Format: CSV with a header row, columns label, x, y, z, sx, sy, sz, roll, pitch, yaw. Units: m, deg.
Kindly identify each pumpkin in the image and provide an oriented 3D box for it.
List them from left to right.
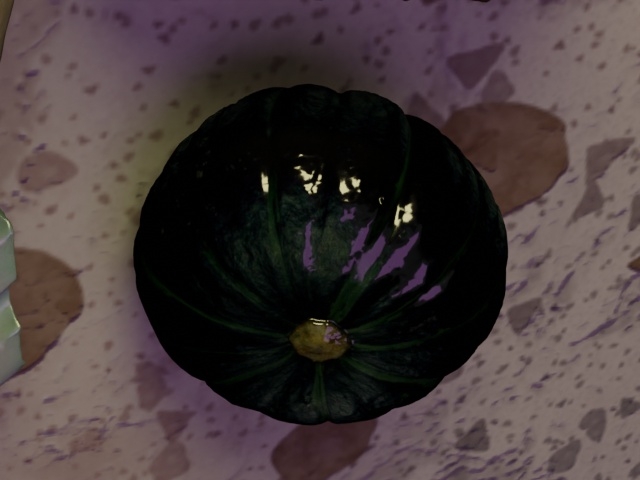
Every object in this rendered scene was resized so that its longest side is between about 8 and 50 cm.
label,x,y,z,sx,sy,sz,roll,pitch,yaw
pumpkin,-0.002,0.010,0.930,0.194,0.150,0.194,-9,121,-16

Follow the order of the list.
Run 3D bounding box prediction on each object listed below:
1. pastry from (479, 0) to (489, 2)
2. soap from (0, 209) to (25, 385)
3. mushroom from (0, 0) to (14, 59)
label,x,y,z,sx,sy,sz,roll,pitch,yaw
pastry,0.031,-0.194,0.735,0.275,0.275,0.193,-1,90,-30
soap,-0.270,0.055,0.848,0.289,0.095,0.173,-41,135,5
mushroom,-0.172,-0.071,0.696,0.097,0.088,0.212,30,105,-20
